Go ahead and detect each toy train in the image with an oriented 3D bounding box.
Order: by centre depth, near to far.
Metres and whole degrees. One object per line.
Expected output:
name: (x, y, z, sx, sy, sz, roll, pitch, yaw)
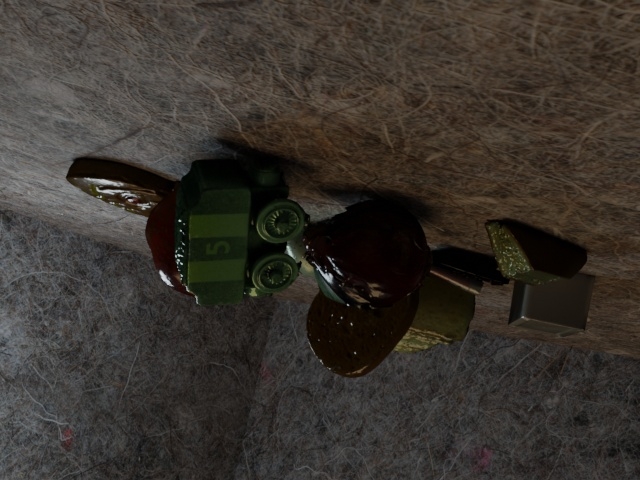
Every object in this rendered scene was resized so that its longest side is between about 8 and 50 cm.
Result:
toy train: (-0.156, -0.014, 1.354, 0.238, 0.299, 0.167, -3, -149, -17)

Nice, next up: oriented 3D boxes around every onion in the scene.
onion: (0.119, 0.034, 1.468, 0.281, 0.221, 0.281, 7, 175, 1)

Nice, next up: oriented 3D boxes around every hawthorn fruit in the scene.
hawthorn fruit: (-0.254, -0.007, 1.581, 0.275, 0.275, 0.300, 21, -179, -38)

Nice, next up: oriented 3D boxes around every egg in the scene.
egg: (-0.031, 0.027, 1.881, 0.164, 0.131, 0.131, 36, 160, -30)

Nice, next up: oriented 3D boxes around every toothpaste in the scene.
toothpaste: (0.332, 0.086, 1.872, 0.194, 0.043, 0.067, 26, -154, 6)

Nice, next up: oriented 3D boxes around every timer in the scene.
timer: (0.373, 0.065, 1.784, 0.187, 0.055, 0.144, 17, 177, 0)

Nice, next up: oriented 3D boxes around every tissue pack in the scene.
tissue pack: (0.577, 0.158, 1.806, 0.159, 0.136, 0.246, 12, 171, 8)

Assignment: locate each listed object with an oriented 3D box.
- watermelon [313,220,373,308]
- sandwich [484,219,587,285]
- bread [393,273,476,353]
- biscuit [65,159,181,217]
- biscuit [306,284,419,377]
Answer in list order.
watermelon: (0.099, 0.046, 1.746, 0.201, 0.213, 0.262, 0, -174, -37)
sandwich: (0.434, 0.034, 1.432, 0.258, 0.096, 0.094, 16, 165, -29)
bread: (0.233, 0.171, 2.026, 0.264, 0.239, 0.395, 17, 162, -16)
biscuit: (-0.443, -0.108, 1.815, 0.350, 0.070, 0.394, 4, 167, 42)
biscuit: (0.098, 0.178, 1.919, 0.063, 0.367, 0.314, 14, -153, -51)
